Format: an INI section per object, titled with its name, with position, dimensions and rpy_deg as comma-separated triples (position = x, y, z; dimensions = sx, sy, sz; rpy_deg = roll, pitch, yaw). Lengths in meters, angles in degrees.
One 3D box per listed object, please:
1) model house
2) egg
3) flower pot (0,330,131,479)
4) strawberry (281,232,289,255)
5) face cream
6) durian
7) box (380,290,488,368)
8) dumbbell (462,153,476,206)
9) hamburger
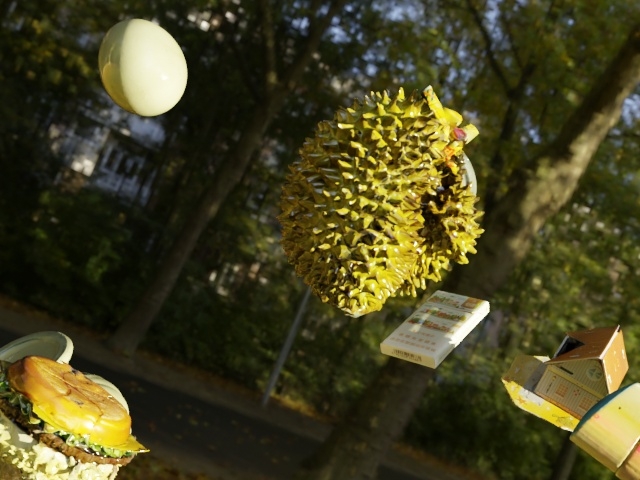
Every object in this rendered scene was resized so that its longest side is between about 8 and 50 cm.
[model house]
position = 0.432, 0.214, 1.661
dimensions = 0.207, 0.136, 0.219
rpy_deg = 31, 25, 19
[egg]
position = -0.396, -0.387, 2.182
dimensions = 0.188, 0.188, 0.254
rpy_deg = 31, 26, -53
[flower pot]
position = -0.552, 0.339, 1.963
dimensions = 0.307, 0.307, 0.244
rpy_deg = 15, -47, 53
[strawberry]
position = 0.000, 0.000, 1.804
dimensions = 0.145, 0.086, 0.145
rpy_deg = -19, -6, -2
[face cream]
position = 0.480, 0.302, 1.302
dimensions = 0.285, 0.139, 0.067
rpy_deg = 36, -33, 18
[durian]
position = 0.066, -0.047, 1.205
dimensions = 0.258, 0.258, 0.293
rpy_deg = 23, -31, 5
[box]
position = 0.226, 0.169, 1.924
dimensions = 0.122, 0.032, 0.220
rpy_deg = 11, 32, 34
[dumbbell]
position = 0.144, -0.095, 1.932
dimensions = 0.179, 0.179, 0.406
rpy_deg = 26, -15, -25
[hamburger]
position = -0.387, 0.268, 1.434
dimensions = 0.243, 0.139, 0.261
rpy_deg = 33, 1, -35
